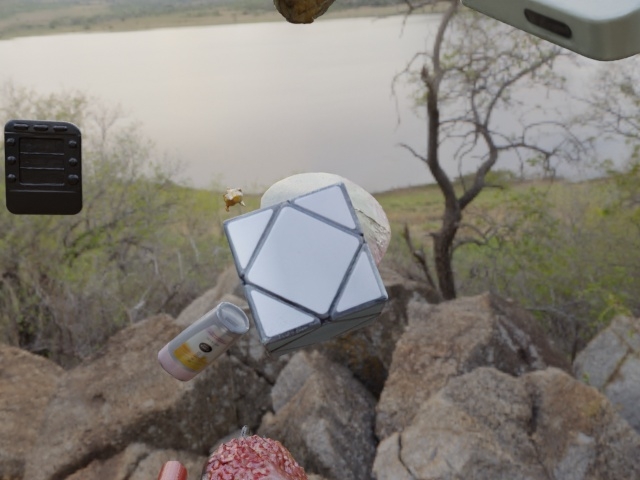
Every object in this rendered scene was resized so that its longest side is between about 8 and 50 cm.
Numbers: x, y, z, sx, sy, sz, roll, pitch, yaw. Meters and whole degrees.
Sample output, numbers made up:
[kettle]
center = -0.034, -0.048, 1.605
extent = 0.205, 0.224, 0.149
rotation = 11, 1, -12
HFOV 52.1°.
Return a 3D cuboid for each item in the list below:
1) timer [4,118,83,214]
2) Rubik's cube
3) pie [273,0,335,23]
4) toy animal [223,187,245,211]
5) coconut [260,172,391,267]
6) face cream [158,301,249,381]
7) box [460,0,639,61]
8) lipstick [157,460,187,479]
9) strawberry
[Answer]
[timer]
center = -0.551, -0.146, 1.313
extent = 0.143, 0.188, 0.055
rotation = 0, 7, -15
[Rubik's cube]
center = -0.026, 0.056, 1.064
extent = 0.204, 0.208, 0.205
rotation = -18, -14, -6
[pie]
center = -0.025, -0.512, 1.270
extent = 0.046, 0.195, 0.195
rotation = 37, 37, 27
[toy animal]
center = -0.235, -0.108, 1.764
extent = 0.060, 0.081, 0.083
rotation = 26, 10, -25
[coconut]
center = 0.000, 0.000, 1.468
extent = 0.297, 0.310, 0.298
rotation = 2, 60, -4
[face cream]
center = -0.274, 0.240, 1.531
extent = 0.269, 0.107, 0.073
rotation = -39, 13, 36
[box]
center = 0.423, -0.411, 0.913
extent = 0.373, 0.090, 0.367
rotation = -32, 41, -4
[lipstick]
center = -0.354, 0.600, 1.479
extent = 0.073, 0.073, 0.280
rotation = -3, 12, -1
[strawberry]
center = -0.076, 0.416, 1.106
extent = 0.137, 0.234, 0.306
rotation = -23, 2, 22
